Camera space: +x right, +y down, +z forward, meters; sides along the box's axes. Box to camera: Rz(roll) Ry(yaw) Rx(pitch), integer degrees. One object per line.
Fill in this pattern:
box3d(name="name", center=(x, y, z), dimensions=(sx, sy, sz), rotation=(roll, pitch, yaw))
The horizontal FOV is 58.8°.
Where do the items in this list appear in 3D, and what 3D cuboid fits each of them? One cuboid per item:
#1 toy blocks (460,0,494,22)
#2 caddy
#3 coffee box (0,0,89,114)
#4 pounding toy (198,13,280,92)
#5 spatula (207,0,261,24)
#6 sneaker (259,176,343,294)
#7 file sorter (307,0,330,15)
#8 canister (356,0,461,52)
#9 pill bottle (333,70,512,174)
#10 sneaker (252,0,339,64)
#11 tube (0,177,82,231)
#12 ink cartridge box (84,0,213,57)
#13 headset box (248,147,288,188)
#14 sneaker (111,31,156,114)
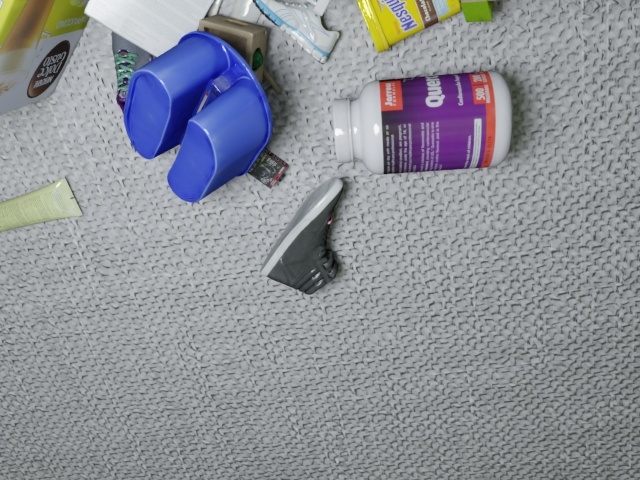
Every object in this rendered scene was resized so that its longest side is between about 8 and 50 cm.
box3d(name="toy blocks", center=(0.270, -0.585, 0.894), dimensions=(0.190, 0.261, 0.381), rotation=(10, 159, 32))
box3d(name="caddy", center=(-0.221, -0.228, 1.063), dimensions=(0.241, 0.179, 0.341), rotation=(49, 149, -2))
box3d(name="coffee box", center=(-0.619, -0.442, 0.966), dimensions=(0.338, 0.338, 0.334), rotation=(34, 112, -12))
box3d(name="pounding toy", center=(-0.154, -0.356, 1.109), dimensions=(0.141, 0.100, 0.130), rotation=(18, 124, 11))
box3d(name="spatula", center=(-0.163, -0.532, 1.074), dimensions=(0.168, 0.019, 0.242), rotation=(28, 111, -3))
box3d(name="sneaker", center=(0.000, 0.000, 1.251), dimensions=(0.146, 0.105, 0.296), rotation=(32, 118, -12))
box3d(name="file sorter", center=(0.003, -0.556, 0.917), dimensions=(0.173, 0.193, 0.278), rotation=(26, 125, -13))
box3d(name="canister", center=(0.161, -0.445, 1.058), dimensions=(0.169, 0.073, 0.126), rotation=(-23, 110, 11))
box3d(name="pill bottle", center=(0.189, -0.222, 1.093), dimensions=(0.322, 0.181, 0.182), rotation=(-3, 113, 5))
box3d(name="sneaker", center=(-0.045, -0.430, 1.087), dimensions=(0.190, 0.071, 0.083), rotation=(34, 105, -20))
box3d(name="tube", center=(-0.670, -0.067, 1.291), dimensions=(0.240, 0.062, 0.070), rotation=(-15, 155, 5))
box3d(name="ink cartridge box", center=(-0.297, -0.472, 1.058), dimensions=(0.189, 0.066, 0.232), rotation=(28, 102, -26))
box3d(name="headset box", center=(-0.115, -0.157, 1.223), dimensions=(0.083, 0.032, 0.062), rotation=(34, 112, -11))
box3d(name="sneaker", center=(-0.373, -0.325, 1.131), dimensions=(0.083, 0.098, 0.224), rotation=(-4, 113, 6))
